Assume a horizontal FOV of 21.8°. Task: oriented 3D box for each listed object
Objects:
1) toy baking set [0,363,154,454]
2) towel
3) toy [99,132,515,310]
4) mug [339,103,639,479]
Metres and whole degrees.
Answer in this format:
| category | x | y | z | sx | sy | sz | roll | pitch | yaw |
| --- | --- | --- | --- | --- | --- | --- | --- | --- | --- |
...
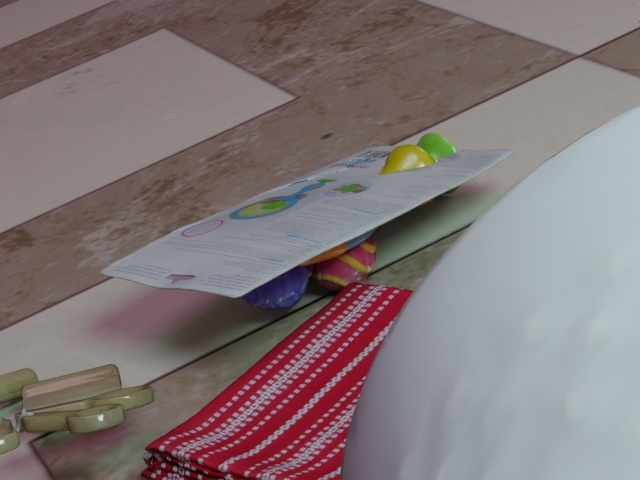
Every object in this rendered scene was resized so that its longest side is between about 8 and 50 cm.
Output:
| category | x | y | z | sx | sy | sz | roll | pitch | yaw |
| --- | --- | --- | --- | --- | --- | --- | --- | --- | --- |
| toy baking set | -0.209 | 0.101 | 0.900 | 0.256 | 0.030 | 0.197 | -15 | 4 | -31 |
| towel | 0.061 | 0.084 | 0.845 | 0.275 | 0.031 | 0.199 | 6 | 33 | 43 |
| toy | 0.000 | 0.000 | 1.031 | 0.237 | 0.056 | 0.137 | -30 | 23 | -35 |
| mug | 0.118 | 0.167 | 0.362 | 0.374 | 0.276 | 0.328 | -25 | 31 | 6 |
